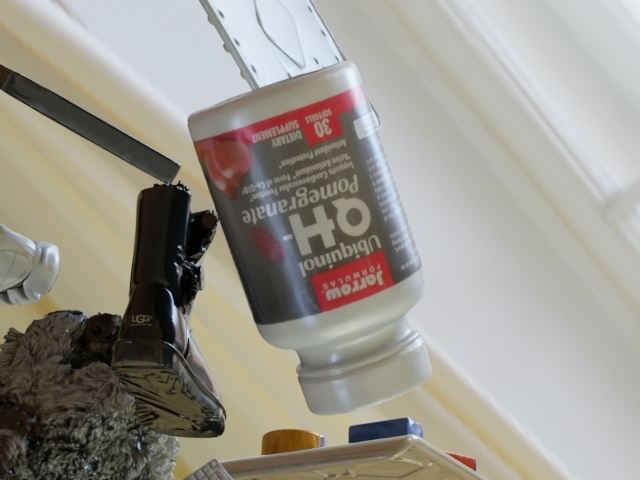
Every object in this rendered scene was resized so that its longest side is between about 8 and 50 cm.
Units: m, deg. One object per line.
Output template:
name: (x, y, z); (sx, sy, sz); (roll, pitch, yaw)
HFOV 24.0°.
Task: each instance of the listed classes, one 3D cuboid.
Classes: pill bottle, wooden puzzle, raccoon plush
pill bottle: (0.000, 0.000, 1.468); (0.176, 0.319, 0.176); (-19, -173, 2)
wooden puzzle: (0.059, 0.319, 2.115); (0.322, 0.081, 0.348); (-12, 156, 29)
raccoon plush: (-0.353, 0.284, 1.876); (0.446, 0.216, 0.299); (-26, 137, -31)

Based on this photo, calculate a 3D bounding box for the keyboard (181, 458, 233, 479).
keyboard: (-0.098, 0.328, 1.692); (0.072, 0.014, 0.256); (-28, -148, -15)

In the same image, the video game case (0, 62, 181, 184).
video game case: (-0.347, -0.173, 1.990); (0.248, 0.274, 0.035); (29, -91, 54)

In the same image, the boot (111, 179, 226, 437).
boot: (-0.144, 0.076, 1.561); (0.094, 0.207, 0.246); (1, 152, 12)

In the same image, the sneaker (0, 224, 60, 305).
sneaker: (-0.489, 0.054, 2.018); (0.292, 0.118, 0.110); (-26, -131, 28)

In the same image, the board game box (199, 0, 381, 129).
board game box: (-0.075, -0.273, 1.970); (0.050, 0.390, 0.390); (-29, -174, 20)
